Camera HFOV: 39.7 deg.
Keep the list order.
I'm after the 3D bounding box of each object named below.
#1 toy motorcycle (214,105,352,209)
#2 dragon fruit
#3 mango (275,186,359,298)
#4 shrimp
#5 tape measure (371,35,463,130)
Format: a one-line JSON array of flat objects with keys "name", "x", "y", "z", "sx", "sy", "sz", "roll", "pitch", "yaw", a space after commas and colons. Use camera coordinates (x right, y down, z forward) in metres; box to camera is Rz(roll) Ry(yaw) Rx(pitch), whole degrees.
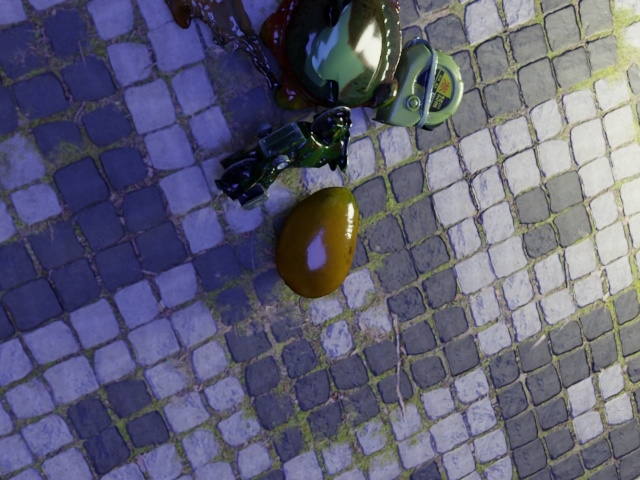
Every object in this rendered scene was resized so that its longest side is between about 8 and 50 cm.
[{"name": "toy motorcycle", "x": -0.056, "y": -0.153, "z": 1.616, "sx": 0.275, "sy": 0.187, "sz": 0.124, "roll": -28, "pitch": 71, "yaw": 5}, {"name": "dragon fruit", "x": 0.028, "y": -0.353, "z": 1.602, "sx": 0.268, "sy": 0.130, "sz": 0.295, "roll": 31, "pitch": 93, "yaw": -29}, {"name": "mango", "x": -0.006, "y": 0.001, "z": 1.689, "sx": 0.152, "sy": 0.120, "sz": 0.221, "roll": 10, "pitch": 94, "yaw": -25}, {"name": "shrimp", "x": -0.174, "y": -0.365, "z": 1.559, "sx": 0.117, "sy": 0.066, "sz": 0.262, "roll": -29, "pitch": 98, "yaw": 6}, {"name": "tape measure", "x": 0.195, "y": -0.291, "z": 1.693, "sx": 0.154, "sy": 0.087, "sz": 0.177, "roll": 17, "pitch": 96, "yaw": -23}]
